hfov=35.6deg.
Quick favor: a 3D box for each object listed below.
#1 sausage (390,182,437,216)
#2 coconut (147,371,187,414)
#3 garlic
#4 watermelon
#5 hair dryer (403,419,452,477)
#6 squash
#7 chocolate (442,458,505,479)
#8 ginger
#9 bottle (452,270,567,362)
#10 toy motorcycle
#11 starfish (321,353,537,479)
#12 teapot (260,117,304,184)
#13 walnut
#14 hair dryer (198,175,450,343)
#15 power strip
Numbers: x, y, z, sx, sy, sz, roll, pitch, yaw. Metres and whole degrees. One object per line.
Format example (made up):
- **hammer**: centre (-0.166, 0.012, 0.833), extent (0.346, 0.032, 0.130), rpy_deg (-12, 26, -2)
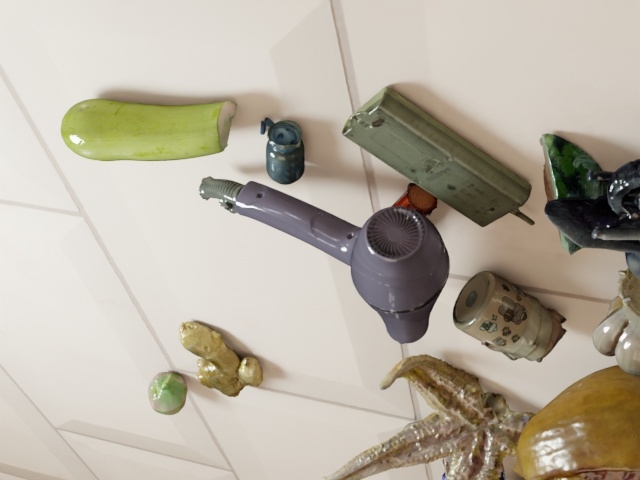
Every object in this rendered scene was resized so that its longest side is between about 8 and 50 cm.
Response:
- **sausage**: centre (0.101, -0.023, 1.289), extent (0.048, 0.050, 0.145), rpy_deg (-13, 161, -29)
- **coconut**: centre (-0.302, 0.300, 1.971), extent (0.082, 0.083, 0.081), rpy_deg (52, 165, 20)
- **garlic**: centre (0.413, 0.116, 1.266), extent (0.131, 0.127, 0.194), rpy_deg (8, 166, 14)
- **watermelon**: centre (0.279, -0.049, 1.127), extent (0.080, 0.101, 0.155), rpy_deg (15, 140, 30)
- **hair dryer**: centre (0.221, 0.409, 1.716), extent (0.053, 0.220, 0.195), rpy_deg (14, 157, -32)
- **squash**: centre (-0.220, -0.140, 1.269), extent (0.250, 0.083, 0.083), rpy_deg (3, 144, 23)
- **chocolate**: centre (0.273, 0.452, 1.848), extent (0.148, 0.126, 0.343), rpy_deg (52, 161, 35)
- **ginger**: centre (-0.192, 0.222, 1.813), extent (0.133, 0.059, 0.214), rpy_deg (-21, 131, 42)
- **bottle**: centre (0.263, 0.114, 1.361), extent (0.152, 0.099, 0.099), rpy_deg (29, 147, -19)
- **toy motorcycle**: centre (0.396, 0.001, 1.087), extent (0.307, 0.108, 0.173), rpy_deg (25, 144, -29)
- **starfish**: centre (0.234, 0.334, 1.588), extent (0.398, 0.384, 0.132), rpy_deg (35, -175, -11)
- **teapot**: centre (-0.045, -0.115, 1.245), extent (0.049, 0.064, 0.083), rpy_deg (-11, 146, -9)
- **walnut**: centre (0.407, 0.291, 1.430), extent (0.297, 0.203, 0.203), rpy_deg (-26, 126, 37)
- **hair dryer**: centre (0.000, 0.000, 1.294), extent (0.361, 0.121, 0.301), rpy_deg (27, 162, 18)
- **power strip**: centre (0.150, -0.086, 1.176), extent (0.268, 0.034, 0.092), rpy_deg (32, 146, -16)
